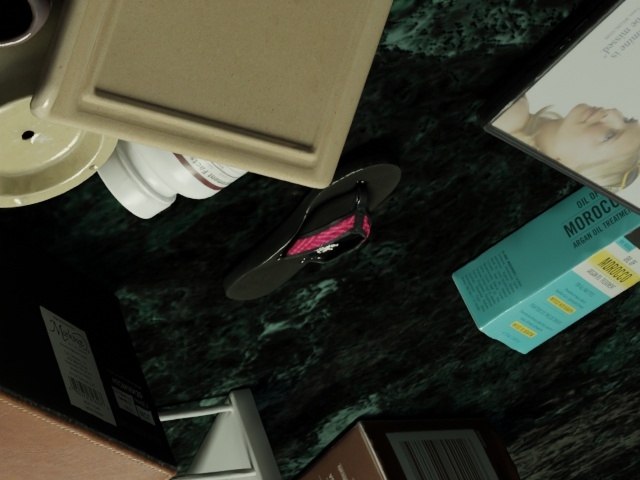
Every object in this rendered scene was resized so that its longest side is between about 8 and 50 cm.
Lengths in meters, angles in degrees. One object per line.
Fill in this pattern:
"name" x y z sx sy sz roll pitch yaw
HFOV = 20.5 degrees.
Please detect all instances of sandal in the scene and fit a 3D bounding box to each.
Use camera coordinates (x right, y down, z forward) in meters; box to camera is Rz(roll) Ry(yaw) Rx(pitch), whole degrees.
"sandal" 0.000 0.000 1.303 0.067 0.040 0.179 11 135 -48

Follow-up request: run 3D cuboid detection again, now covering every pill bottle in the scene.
"pill bottle" -0.063 -0.081 1.071 0.152 0.086 0.086 -33 151 15

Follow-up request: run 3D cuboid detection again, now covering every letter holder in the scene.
"letter holder" -0.271 0.103 1.149 0.214 0.152 0.302 -30 152 11

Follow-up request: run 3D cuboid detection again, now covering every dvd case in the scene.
"dvd case" 0.259 -0.099 1.295 0.253 0.022 0.180 24 123 -38

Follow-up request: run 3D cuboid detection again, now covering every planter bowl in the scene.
"planter bowl" -0.169 -0.088 0.950 0.162 0.109 0.162 -20 151 -12

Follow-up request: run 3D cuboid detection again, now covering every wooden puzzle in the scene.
"wooden puzzle" -0.039 -0.151 0.930 0.239 0.044 0.221 11 100 -51

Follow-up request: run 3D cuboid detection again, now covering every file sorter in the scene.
"file sorter" -0.120 0.297 1.467 0.173 0.277 0.193 -4 145 -27

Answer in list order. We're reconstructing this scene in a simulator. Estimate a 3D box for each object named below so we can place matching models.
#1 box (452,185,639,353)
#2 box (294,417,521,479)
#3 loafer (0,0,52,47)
"box" 0.238 -0.002 1.470 0.244 0.060 0.100 -35 151 17
"box" 0.019 0.335 1.783 0.191 0.143 0.381 3 142 -42
"loafer" -0.267 -0.125 0.785 0.303 0.095 0.109 -4 125 -22
